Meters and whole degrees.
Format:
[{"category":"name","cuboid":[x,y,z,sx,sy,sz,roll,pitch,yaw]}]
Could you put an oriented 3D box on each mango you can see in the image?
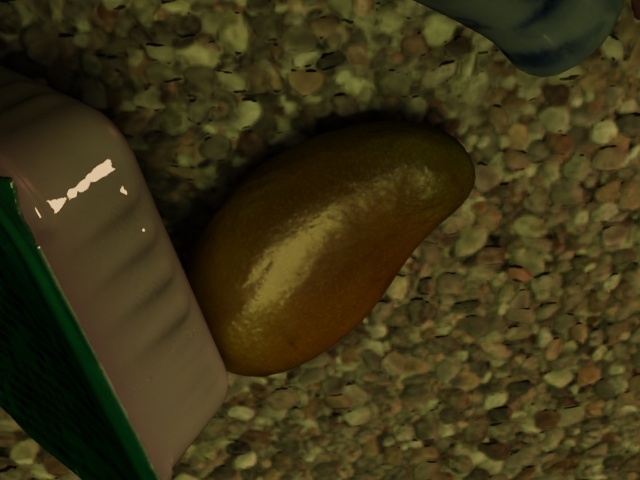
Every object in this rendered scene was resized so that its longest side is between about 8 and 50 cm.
[{"category":"mango","cuboid":[0.000,0.000,0.884,0.227,0.099,0.136,-39,123,12]}]

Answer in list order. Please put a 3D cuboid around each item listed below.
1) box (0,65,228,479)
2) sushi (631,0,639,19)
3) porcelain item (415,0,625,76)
[{"category":"box","cuboid":[-0.166,0.022,0.828,0.106,0.264,0.337,-39,132,-26]},{"category":"sushi","cuboid":[0.305,-0.175,0.734,0.236,0.171,0.270,-4,132,-40]},{"category":"porcelain item","cuboid":[0.063,-0.188,0.725,0.141,0.141,0.259,-41,129,22]}]
